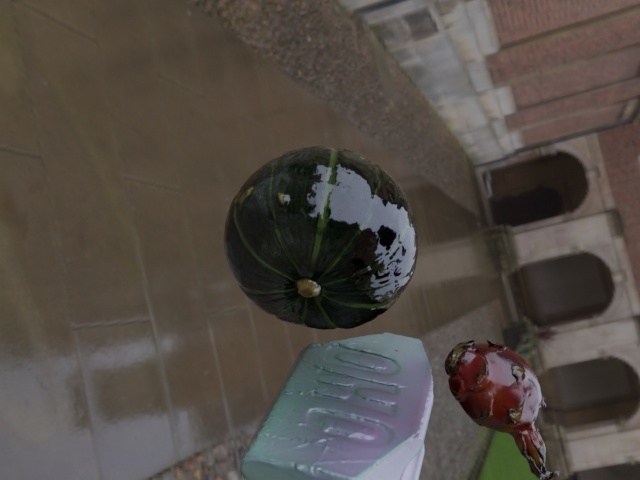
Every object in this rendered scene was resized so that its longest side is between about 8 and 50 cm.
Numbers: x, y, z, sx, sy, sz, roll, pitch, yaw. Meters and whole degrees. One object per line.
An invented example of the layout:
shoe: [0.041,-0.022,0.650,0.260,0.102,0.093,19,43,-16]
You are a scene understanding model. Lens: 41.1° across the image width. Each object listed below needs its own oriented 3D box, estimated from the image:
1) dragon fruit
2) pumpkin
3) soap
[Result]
dragon fruit: [0.279,0.253,1.271,0.246,0.125,0.125,59,-5,4]
pumpkin: [0.000,0.000,1.412,0.241,0.323,0.323,-85,156,-52]
soap: [0.050,0.316,1.454,0.446,0.261,0.156,-54,152,-63]
